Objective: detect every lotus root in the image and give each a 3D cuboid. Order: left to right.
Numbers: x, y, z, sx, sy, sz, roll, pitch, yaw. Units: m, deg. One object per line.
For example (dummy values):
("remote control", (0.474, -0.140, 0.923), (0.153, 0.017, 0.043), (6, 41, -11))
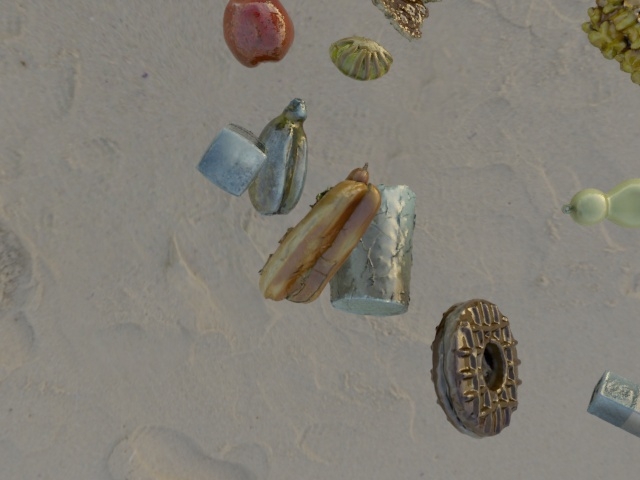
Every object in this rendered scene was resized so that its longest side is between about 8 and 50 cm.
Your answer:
("lotus root", (-0.111, -0.223, 1.683), (0.158, 0.140, 0.322), (7, 96, -46))

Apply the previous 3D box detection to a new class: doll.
("doll", (0.806, -0.100, 1.724), (0.297, 0.117, 0.141), (-1, 114, 2))

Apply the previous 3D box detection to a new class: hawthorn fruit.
("hawthorn fruit", (-0.154, -0.521, 1.535), (0.189, 0.189, 0.189), (-2, 102, -10))

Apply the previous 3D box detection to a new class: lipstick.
("lipstick", (-0.122, -0.122, 0.907), (0.077, 0.289, 0.076), (36, 97, -11))
("lipstick", (0.644, 0.340, 1.106), (0.317, 0.066, 0.068), (25, 138, 19))

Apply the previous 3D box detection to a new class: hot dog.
("hot dog", (0.000, 0.000, 0.923), (0.109, 0.072, 0.269), (13, 124, -40))

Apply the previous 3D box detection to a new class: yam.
("yam", (0.141, 0.030, 1.695), (0.241, 0.241, 0.348), (11, 64, -12))

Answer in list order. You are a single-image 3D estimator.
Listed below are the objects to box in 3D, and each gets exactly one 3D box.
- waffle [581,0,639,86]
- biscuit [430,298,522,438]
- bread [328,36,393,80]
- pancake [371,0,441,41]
("waffle", (0.397, -0.236, 0.738), (0.193, 0.197, 0.070), (7, 142, -26))
("biscuit", (0.375, 0.299, 1.497), (0.332, 0.103, 0.331), (12, 74, -46))
("bread", (0.092, -0.436, 1.527), (0.157, 0.083, 0.094), (26, 68, -4))
("pancake", (0.175, -0.546, 1.333), (0.056, 0.257, 0.212), (-21, 118, 38))
